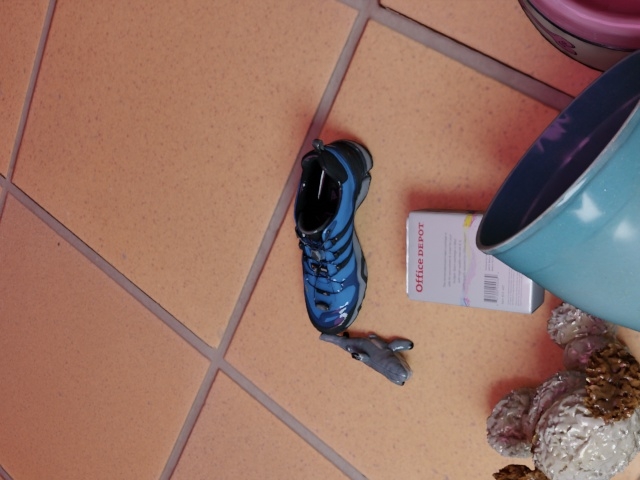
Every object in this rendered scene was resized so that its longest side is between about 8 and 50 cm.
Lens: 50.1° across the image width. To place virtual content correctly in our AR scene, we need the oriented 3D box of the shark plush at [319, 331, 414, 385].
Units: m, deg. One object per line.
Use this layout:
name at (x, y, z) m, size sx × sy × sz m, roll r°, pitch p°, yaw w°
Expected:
shark plush at (0.072, 0.166, 1.046) m, size 0.161 × 0.067 × 0.073 m, roll 32°, pitch 113°, yaw 23°

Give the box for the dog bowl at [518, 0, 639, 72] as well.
dog bowl at (0.376, -0.384, 0.732) m, size 0.408 × 0.150 × 0.408 m, roll 5°, pitch 100°, yaw 31°

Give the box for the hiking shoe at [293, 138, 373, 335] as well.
hiking shoe at (0.000, 0.000, 1.027) m, size 0.113 × 0.132 × 0.304 m, roll 7°, pitch 101°, yaw 30°

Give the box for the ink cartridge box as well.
ink cartridge box at (0.212, 0.022, 0.937) m, size 0.175 × 0.072 × 0.127 m, roll 5°, pitch 100°, yaw 31°

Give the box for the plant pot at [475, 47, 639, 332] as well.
plant pot at (0.354, -0.021, 0.738) m, size 0.255 × 0.272 × 0.272 m, roll 37°, pitch 117°, yaw -3°

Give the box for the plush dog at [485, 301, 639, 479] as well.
plush dog at (0.317, 0.216, 0.812) m, size 0.210 × 0.225 × 0.262 m, roll 34°, pitch 113°, yaw 23°
